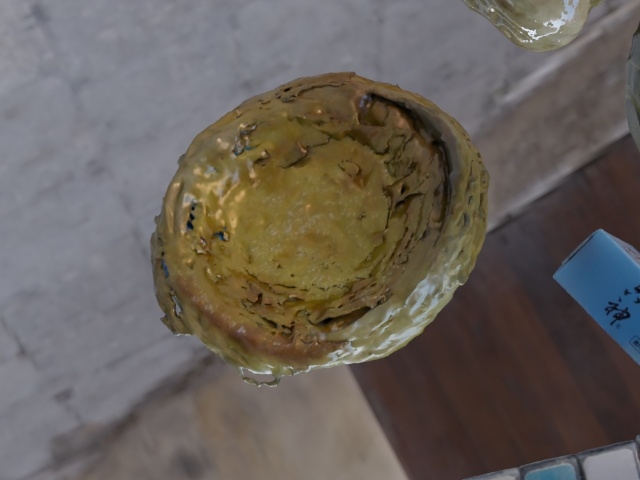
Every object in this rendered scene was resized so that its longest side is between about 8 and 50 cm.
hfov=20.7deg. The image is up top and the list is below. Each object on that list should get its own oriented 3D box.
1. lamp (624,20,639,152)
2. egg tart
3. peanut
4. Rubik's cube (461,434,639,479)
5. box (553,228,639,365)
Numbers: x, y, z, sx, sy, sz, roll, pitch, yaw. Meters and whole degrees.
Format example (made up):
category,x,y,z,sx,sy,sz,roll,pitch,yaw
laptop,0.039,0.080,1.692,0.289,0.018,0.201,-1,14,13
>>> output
category,x,y,z,sx,sy,sz,roll,pitch,yaw
lamp,0.350,-0.110,1.180,0.284,0.250,0.250,-24,166,-1
egg tart,0.000,0.000,1.430,0.291,0.290,0.107,-28,152,0
peanut,0.144,-0.298,1.619,0.159,0.291,0.143,-40,164,-47
Rubik's cube,0.305,0.358,1.799,0.253,0.256,0.259,-15,160,12
box,0.373,0.099,1.902,0.083,0.232,0.142,-46,157,12
